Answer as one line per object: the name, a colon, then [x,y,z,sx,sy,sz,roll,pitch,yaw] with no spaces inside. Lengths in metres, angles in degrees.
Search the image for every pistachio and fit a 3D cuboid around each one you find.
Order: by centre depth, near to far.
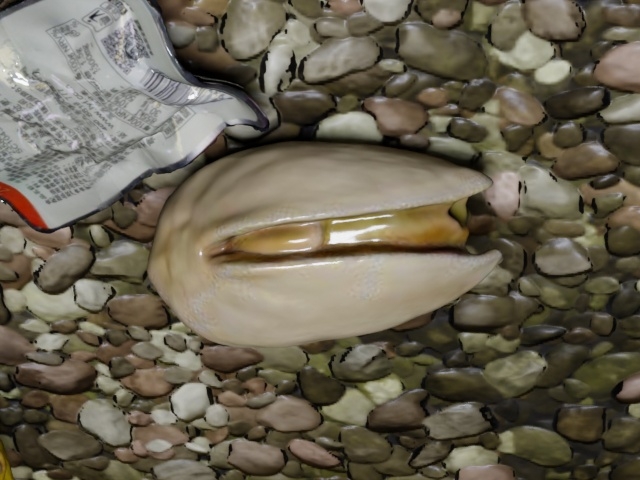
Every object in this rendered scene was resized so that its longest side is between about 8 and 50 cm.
pistachio: [0.000,0.000,1.241,0.223,0.126,0.152,-8,176,11]

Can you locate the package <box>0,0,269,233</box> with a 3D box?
package: [-0.153,-0.084,1.227,0.232,0.040,0.166,-23,132,38]

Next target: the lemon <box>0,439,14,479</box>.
lemon: [-0.341,0.193,1.417,0.288,0.233,0.233,-23,131,27]
